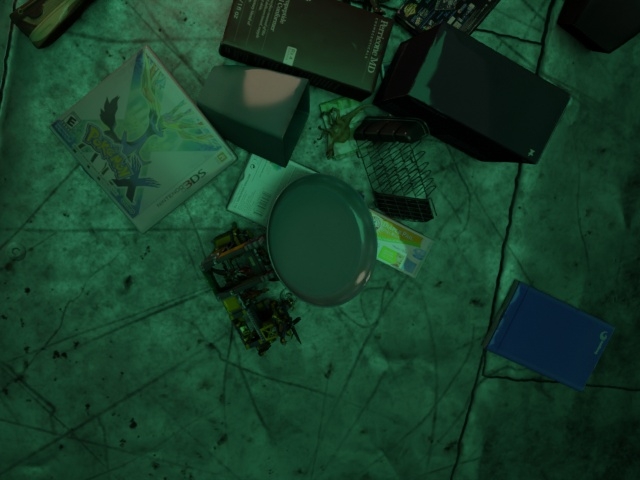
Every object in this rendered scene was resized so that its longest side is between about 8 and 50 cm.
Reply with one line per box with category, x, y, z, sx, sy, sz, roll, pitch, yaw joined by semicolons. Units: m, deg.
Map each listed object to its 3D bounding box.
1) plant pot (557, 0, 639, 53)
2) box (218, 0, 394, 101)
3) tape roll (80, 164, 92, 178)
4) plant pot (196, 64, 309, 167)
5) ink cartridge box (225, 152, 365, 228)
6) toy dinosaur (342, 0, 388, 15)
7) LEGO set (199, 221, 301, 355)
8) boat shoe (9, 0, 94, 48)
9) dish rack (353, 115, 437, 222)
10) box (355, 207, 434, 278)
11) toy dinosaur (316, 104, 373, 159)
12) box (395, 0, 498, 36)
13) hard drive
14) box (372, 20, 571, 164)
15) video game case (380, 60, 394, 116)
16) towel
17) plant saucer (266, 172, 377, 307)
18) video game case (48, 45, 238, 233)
plant pot;0.714;-0.579;1.732;0.188;0.187;0.167;34;105;-12
box;-0.037;-0.487;1.657;0.381;0.143;0.191;15;91;-11
tape roll;-0.491;-0.226;1.674;0.189;0.080;0.189;-1;98;-7
plant pot;-0.164;-0.313;1.641;0.234;0.165;0.165;20;73;5
ink cartridge box;-0.065;-0.101;1.760;0.311;0.065;0.185;24;95;-8
toy dinosaur;0.099;-0.635;1.684;0.314;0.121;0.160;14;85;-5
LEGO set;-0.133;0.099;1.688;0.192;0.255;0.331;-24;94;13
boat shoe;-0.575;-0.602;1.585;0.342;0.123;0.123;-43;103;7
dish rack;0.195;-0.172;1.709;0.074;0.208;0.271;-39;123;-29
box;0.172;-0.001;1.786;0.203;0.103;0.114;25;95;-11
toy dinosaur;0.046;-0.294;1.738;0.092;0.053;0.183;38;84;-28
box;0.322;-0.586;1.713;0.175;0.051;0.220;41;92;6
hard drive;0.638;0.268;1.923;0.319;0.040;0.210;25;95;-10
box;0.342;-0.333;1.622;0.343;0.312;0.179;25;94;-13
video game case;0.264;-0.383;1.778;0.201;0.023;0.183;-12;101;-5
towel;0.067;-0.292;1.770;0.113;0.023;0.152;-17;99;-7
plant saucer;0.000;0.000;1.628;0.318;0.044;0.317;5;81;-35
video game case;-0.410;-0.229;1.608;0.300;0.036;0.329;-37;102;7
